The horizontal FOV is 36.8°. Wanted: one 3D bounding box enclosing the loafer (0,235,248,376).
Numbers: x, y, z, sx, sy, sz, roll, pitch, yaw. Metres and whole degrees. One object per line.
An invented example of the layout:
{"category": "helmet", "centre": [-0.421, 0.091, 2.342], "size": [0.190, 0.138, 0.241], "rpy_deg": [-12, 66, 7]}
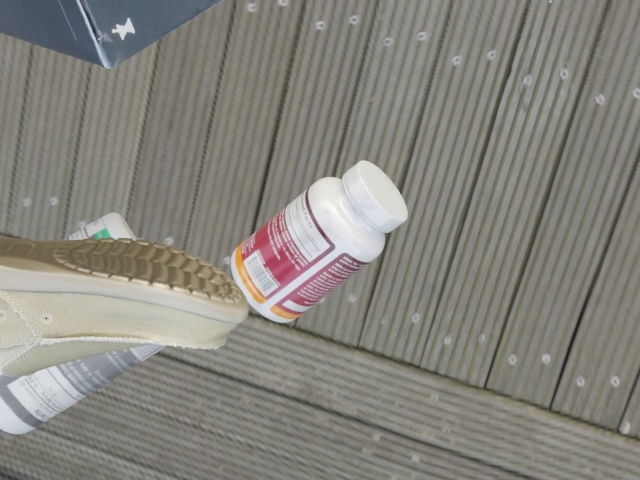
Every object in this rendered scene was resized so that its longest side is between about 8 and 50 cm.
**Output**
{"category": "loafer", "centre": [-0.187, 0.049, 0.688], "size": [0.269, 0.102, 0.092], "rpy_deg": [7, 106, -3]}

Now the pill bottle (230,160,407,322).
{"category": "pill bottle", "centre": [0.000, 0.000, 0.848], "size": [0.152, 0.086, 0.086], "rpy_deg": [-38, 93, 24]}

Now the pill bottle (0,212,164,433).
{"category": "pill bottle", "centre": [-0.383, 0.134, 1.316], "size": [0.361, 0.204, 0.204], "rpy_deg": [-31, 95, -8]}

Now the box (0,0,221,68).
{"category": "box", "centre": [-0.307, -0.393, 1.046], "size": [0.395, 0.212, 0.293], "rpy_deg": [25, 143, 42]}
